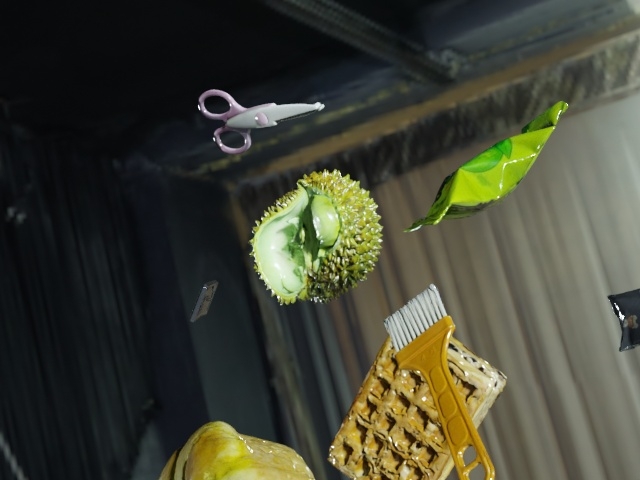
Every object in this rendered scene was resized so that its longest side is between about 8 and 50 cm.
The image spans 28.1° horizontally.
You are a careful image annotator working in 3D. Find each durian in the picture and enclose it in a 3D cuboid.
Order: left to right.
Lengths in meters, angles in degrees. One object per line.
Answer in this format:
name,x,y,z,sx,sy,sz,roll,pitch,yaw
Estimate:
durian,0.003,-0.003,2.155,0.176,0.200,0.237,7,-53,-48

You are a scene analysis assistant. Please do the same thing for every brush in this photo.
brush,0.145,0.178,1.512,0.090,0.314,0.017,-41,-52,19

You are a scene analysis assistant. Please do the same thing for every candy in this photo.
candy,0.216,-0.079,1.646,0.246,0.069,0.149,-33,-5,-16

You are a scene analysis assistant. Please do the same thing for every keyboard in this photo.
keyboard,-0.150,0.077,1.638,0.010,0.053,0.155,21,0,0

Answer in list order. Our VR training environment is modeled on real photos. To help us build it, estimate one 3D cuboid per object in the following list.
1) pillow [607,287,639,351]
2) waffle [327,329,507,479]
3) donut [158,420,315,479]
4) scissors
pillow,0.498,0.104,1.876,0.150,0.090,0.048,-23,-1,36
waffle,0.160,0.307,2.200,0.091,0.213,0.308,-4,-54,-55
donut,-0.092,0.292,1.224,0.128,0.208,0.261,11,-36,-20
scissors,-0.068,-0.144,1.480,0.176,0.085,0.022,-5,27,39
